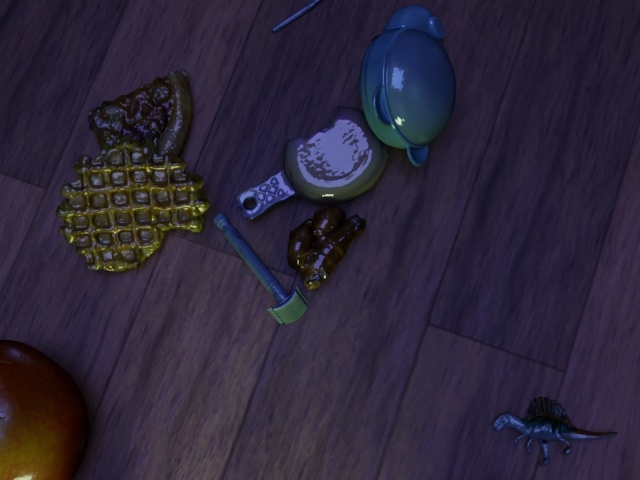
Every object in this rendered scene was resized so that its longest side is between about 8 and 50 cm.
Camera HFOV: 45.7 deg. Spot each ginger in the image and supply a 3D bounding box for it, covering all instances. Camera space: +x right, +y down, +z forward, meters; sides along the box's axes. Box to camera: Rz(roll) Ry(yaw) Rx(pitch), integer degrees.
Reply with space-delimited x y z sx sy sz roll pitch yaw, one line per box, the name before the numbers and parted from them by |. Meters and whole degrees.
ginger | 0.000 0.000 1.350 0.103 0.073 0.162 42 77 -4

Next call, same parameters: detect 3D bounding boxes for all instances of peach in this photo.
peach | -0.503 0.300 1.242 0.245 0.248 0.275 15 62 -29

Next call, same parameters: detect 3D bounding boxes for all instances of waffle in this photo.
waffle | -0.336 -0.053 1.354 0.249 0.056 0.253 29 92 -12

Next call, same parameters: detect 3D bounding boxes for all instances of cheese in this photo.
cheese | -0.021 -0.126 1.369 0.286 0.082 0.163 -26 78 -2

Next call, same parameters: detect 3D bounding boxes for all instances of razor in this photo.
razor | -0.117 0.042 1.349 0.068 0.106 0.232 -39 68 -6

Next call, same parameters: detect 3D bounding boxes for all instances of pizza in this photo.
pizza | -0.346 -0.207 1.410 0.197 0.058 0.292 27 82 7

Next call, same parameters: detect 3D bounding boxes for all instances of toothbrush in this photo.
toothbrush | -0.024 -0.450 1.468 0.167 0.014 0.011 -34 81 -2

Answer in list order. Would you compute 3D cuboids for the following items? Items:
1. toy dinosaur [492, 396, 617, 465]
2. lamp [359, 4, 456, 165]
toy dinosaur | 0.393 0.314 1.288 0.187 0.044 0.106 -23 63 -1
lamp | 0.159 -0.289 1.340 0.147 0.209 0.284 -17 51 25
